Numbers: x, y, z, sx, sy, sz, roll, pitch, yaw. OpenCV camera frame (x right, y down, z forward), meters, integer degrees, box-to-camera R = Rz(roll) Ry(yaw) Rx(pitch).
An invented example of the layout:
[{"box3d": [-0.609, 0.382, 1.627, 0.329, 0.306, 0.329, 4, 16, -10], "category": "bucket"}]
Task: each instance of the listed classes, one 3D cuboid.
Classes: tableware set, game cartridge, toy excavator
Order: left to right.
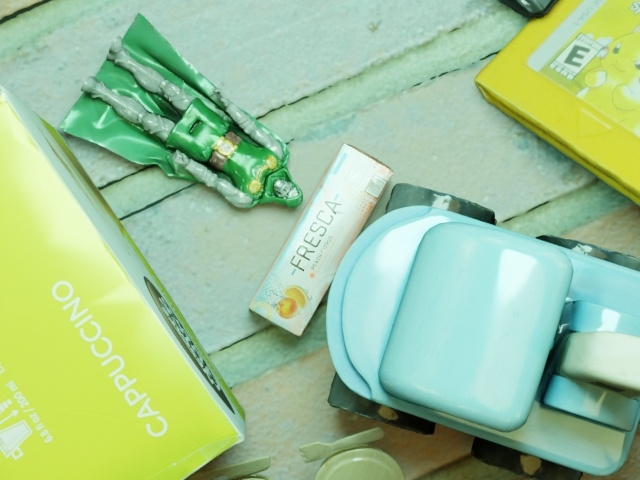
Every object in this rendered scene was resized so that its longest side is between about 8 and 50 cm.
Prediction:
[{"box3d": [-0.017, 0.238, 1.494, 0.194, 0.039, 0.128, -15, 118, 3], "category": "tableware set"}, {"box3d": [0.206, 0.097, 1.296, 0.433, 0.445, 0.222, 18, 87, 7], "category": "toy excavator"}, {"box3d": [0.344, -0.190, 1.455, 0.323, 0.052, 0.285, -47, 52, -3], "category": "game cartridge"}]

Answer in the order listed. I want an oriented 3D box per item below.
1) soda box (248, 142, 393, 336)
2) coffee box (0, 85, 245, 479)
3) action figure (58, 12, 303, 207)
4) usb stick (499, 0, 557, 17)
[{"box3d": [0.000, 0.000, 1.504, 0.058, 0.063, 0.183, 30, 86, 0], "category": "soda box"}, {"box3d": [-0.290, 0.116, 1.350, 0.338, 0.334, 0.337, -35, 89, -3], "category": "coffee box"}, {"box3d": [-0.114, -0.102, 1.509, 0.232, 0.063, 0.137, 33, 83, -4], "category": "action figure"}, {"box3d": [0.262, -0.328, 1.523, 0.077, 0.045, 0.278, 37, 79, 17], "category": "usb stick"}]
